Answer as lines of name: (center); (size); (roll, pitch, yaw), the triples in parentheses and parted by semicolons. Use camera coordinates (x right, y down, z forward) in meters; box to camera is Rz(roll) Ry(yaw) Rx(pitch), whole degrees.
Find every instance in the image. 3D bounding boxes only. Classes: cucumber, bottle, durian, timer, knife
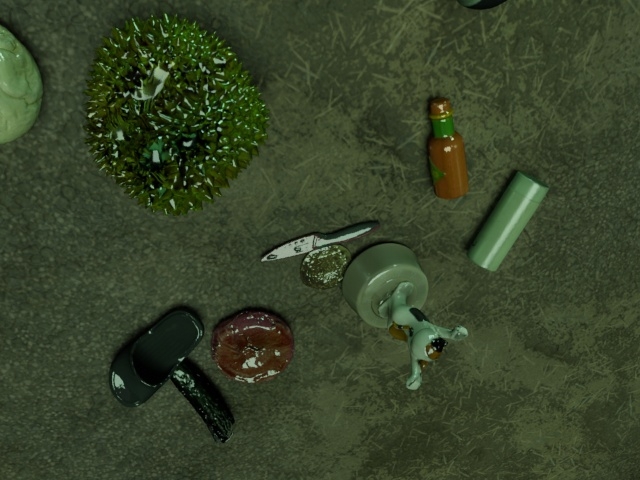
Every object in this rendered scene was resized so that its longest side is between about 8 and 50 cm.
cucumber: (-0.253, 0.340, 1.175); (0.067, 0.067, 0.245); (-23, 121, 0)
bottle: (0.231, -0.170, 1.000); (0.069, 0.069, 0.187); (-18, 120, -3)
bottle: (0.379, -0.038, 1.107); (0.072, 0.072, 0.202); (17, 113, -22)
durian: (-0.206, -0.177, 0.808); (0.290, 0.224, 0.291); (0, 88, 6)
timer: (0.162, 0.144, 1.038); (0.175, 0.266, 0.175); (-8, 122, -14)
knife: (0.000, 0.000, 1.065); (0.247, 0.018, 0.036); (-16, 108, -6)

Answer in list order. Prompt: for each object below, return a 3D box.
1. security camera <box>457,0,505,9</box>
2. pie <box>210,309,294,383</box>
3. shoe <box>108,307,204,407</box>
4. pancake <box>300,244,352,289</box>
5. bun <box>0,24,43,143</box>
security camera: (0.167, -0.464, 0.748); (0.277, 0.197, 0.191); (22, 100, -17)
pie: (-0.140, 0.224, 1.144); (0.182, 0.050, 0.183); (-3, 119, -6)
shoe: (-0.333, 0.234, 1.061); (0.241, 0.093, 0.108); (-44, 95, 8)
pancake: (0.013, 0.056, 1.106); (0.114, 0.011, 0.115); (-6, 120, -10)
bun: (-0.486, -0.223, 0.765); (0.163, 0.111, 0.188); (2, 122, -11)
